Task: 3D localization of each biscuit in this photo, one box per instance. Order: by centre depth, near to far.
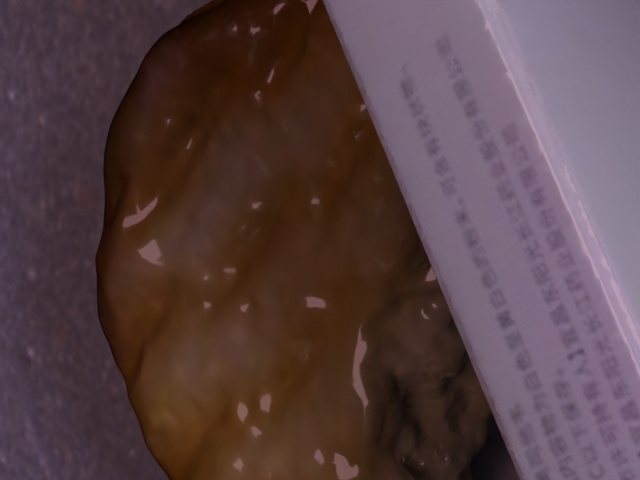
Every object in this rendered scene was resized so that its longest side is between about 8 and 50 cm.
[{"bbox_3d":[0.001,0.000,0.815,0.213,0.091,0.274,37,121,31],"label":"biscuit"}]

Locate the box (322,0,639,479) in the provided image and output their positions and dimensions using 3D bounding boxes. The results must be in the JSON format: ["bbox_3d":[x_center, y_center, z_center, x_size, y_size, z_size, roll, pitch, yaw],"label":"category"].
[{"bbox_3d":[0.105,-0.054,0.634,0.065,0.200,0.343,-34,73,43],"label":"box"}]
